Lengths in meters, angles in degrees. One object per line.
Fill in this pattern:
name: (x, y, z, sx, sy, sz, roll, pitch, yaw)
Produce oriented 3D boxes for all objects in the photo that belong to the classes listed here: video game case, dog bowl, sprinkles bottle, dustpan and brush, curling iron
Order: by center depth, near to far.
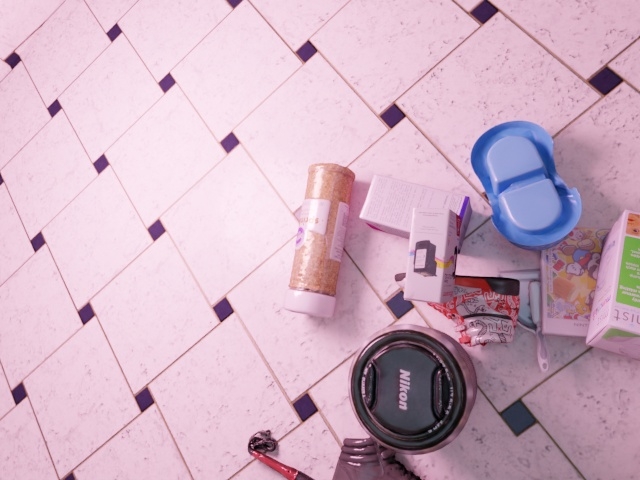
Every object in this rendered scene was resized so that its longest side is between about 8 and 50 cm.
video game case: (0.543, 0.081, 0.931, 0.206, 0.026, 0.227, 3, 68, 15)
dustpan and brush: (0.444, 0.158, 0.966, 0.147, 0.060, 0.212, -5, 77, 20)
dog bowl: (0.425, -0.111, 0.995, 0.165, 0.074, 0.298, -20, 60, 17)
curling iron: (-0.059, 0.526, 1.091, 0.273, 0.035, 0.068, 27, 89, 24)
sprinkles bottle: (0.000, 0.000, 1.135, 0.121, 0.121, 0.356, 6, 81, 22)

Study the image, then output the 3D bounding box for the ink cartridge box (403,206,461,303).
ink cartridge box: (0.221, 0.032, 0.924, 0.072, 0.127, 0.175, 5, 88, 26)

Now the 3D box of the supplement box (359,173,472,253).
supplement box: (0.216, -0.059, 1.071, 0.219, 0.111, 0.114, 16, 85, 22)

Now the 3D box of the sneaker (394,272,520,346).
sneaker: (0.278, 0.144, 1.008, 0.269, 0.090, 0.145, 3, 90, 33)

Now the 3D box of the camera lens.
camera lens: (0.187, 0.277, 0.921, 0.219, 0.274, 0.220, -4, 77, 20)

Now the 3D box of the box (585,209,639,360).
box: (0.625, 0.101, 0.811, 0.261, 0.127, 0.231, 16, 65, 19)

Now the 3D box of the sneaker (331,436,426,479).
sneaker: (0.165, 0.481, 0.981, 0.295, 0.104, 0.147, 2, 72, 16)
